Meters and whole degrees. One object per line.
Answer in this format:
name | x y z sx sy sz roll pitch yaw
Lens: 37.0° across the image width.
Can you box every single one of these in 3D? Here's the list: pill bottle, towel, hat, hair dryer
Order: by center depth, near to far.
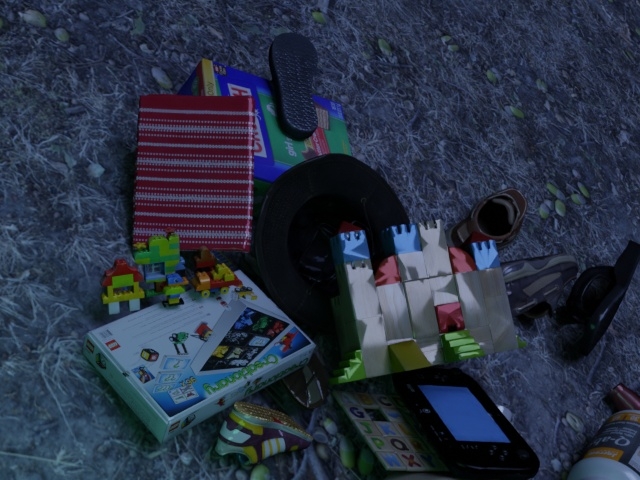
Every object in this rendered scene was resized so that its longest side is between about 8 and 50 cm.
towel | -0.208 -0.115 1.585 0.198 0.031 0.275 1 77 0
hat | 0.000 0.000 1.688 0.331 0.134 0.332 -6 101 -32
pill bottle | 0.557 0.447 1.784 0.162 0.162 0.278 51 40 7
hair dryer | 0.728 0.393 2.058 0.293 0.080 0.224 31 26 -23

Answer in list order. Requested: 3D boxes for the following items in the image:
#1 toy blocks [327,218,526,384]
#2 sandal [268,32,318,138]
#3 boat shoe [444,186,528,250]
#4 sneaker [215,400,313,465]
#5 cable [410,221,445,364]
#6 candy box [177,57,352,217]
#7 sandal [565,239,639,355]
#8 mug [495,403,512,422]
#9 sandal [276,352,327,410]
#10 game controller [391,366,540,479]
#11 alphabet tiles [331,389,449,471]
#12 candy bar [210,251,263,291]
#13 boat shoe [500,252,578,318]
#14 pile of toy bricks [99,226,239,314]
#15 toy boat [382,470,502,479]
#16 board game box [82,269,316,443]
toy blocks | 0.166 0.085 1.633 0.381 0.190 0.261 -7 81 -21
sandal | -0.058 -0.294 1.811 0.097 0.054 0.255 13 54 -20
boat shoe | 0.386 -0.043 2.085 0.123 0.116 0.324 47 41 3
sneaker | -0.088 0.303 1.457 0.069 0.084 0.185 32 1 43
cable | 0.203 0.113 1.829 0.257 0.089 0.257 35 42 -12
candy box | -0.099 -0.172 1.792 0.317 0.122 0.268 13 49 -30
sandal | 0.619 0.121 2.140 0.107 0.168 0.445 26 30 17
mug | 0.310 0.344 1.758 0.062 0.078 0.064 56 38 -40
sandal | -0.070 0.194 1.566 0.090 0.060 0.219 -23 58 -43
game controller | 0.235 0.301 1.608 0.166 0.067 0.319 15 16 -22
alphabet tiles | 0.157 0.321 1.610 0.237 0.009 0.198 10 24 -33
candy bar | -0.163 0.043 1.640 0.161 0.018 0.040 44 41 0
boat shoe | 0.436 0.104 2.022 0.355 0.132 0.130 -6 87 -47
pile of toy bricks | -0.239 0.032 1.468 0.212 0.105 0.118 -8 25 -23
toy boat | 0.192 0.448 1.525 0.231 0.151 0.151 9 81 -34
board game box | -0.177 0.164 1.451 0.305 0.053 0.193 -22 56 -44
